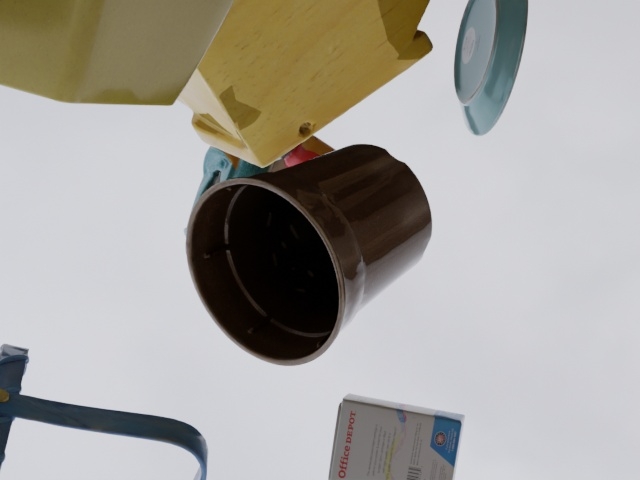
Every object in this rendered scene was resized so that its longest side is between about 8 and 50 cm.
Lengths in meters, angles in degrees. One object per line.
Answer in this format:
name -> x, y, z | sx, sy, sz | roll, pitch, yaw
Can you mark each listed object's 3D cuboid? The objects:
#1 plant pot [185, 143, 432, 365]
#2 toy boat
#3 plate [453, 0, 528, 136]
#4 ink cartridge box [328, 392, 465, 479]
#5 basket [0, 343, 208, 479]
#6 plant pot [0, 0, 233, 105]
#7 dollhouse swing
plant pot -> 0.000, 0.000, 1.386 | 0.167, 0.167, 0.165 | 42, -140, 17
toy boat -> -0.089, -0.092, 2.174 | 0.148, 0.318, 0.267 | 26, -113, -20
plate -> 0.166, -0.199, 1.639 | 0.024, 0.188, 0.188 | 8, -141, -13
ink cartridge box -> 0.075, 0.207, 1.602 | 0.122, 0.088, 0.052 | 10, -175, 8
basket -> -0.243, 0.205, 1.156 | 0.289, 0.254, 0.201 | 11, -147, -11
plant pot -> -0.177, -0.199, 1.129 | 0.212, 0.187, 0.212 | 16, -170, 24
dollhouse swing -> -0.118, -0.307, 1.666 | 0.305, 0.315, 0.347 | 54, 178, 45
